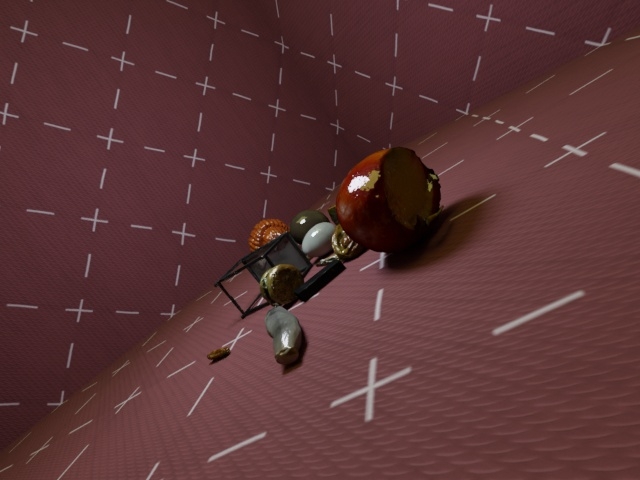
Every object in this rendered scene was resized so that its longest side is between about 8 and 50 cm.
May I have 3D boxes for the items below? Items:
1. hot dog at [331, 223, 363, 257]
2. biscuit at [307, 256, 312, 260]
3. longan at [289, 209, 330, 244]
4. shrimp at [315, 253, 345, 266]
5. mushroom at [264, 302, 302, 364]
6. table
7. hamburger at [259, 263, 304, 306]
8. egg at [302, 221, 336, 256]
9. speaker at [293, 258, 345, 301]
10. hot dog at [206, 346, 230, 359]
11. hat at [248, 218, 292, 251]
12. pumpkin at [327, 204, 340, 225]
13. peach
[{"bbox_3d":[0.141,-0.025,1.776,0.175,0.114,0.259,-10,21,26],"label":"hot dog"},{"bbox_3d":[-0.075,0.086,2.221,0.124,0.026,0.175,-29,13,28],"label":"biscuit"},{"bbox_3d":[-0.057,-0.071,2.385,0.247,0.214,0.246,4,2,0],"label":"longan"},{"bbox_3d":[0.053,0.094,1.782,0.179,0.034,0.124,-22,16,15],"label":"shrimp"},{"bbox_3d":[-0.116,0.288,1.308,0.109,0.097,0.351,-37,13,-5],"label":"mushroom"},{"bbox_3d":[-0.266,0.163,1.957,0.335,0.222,0.272,-30,13,30],"label":"table"},{"bbox_3d":[-0.162,0.185,1.689,0.186,0.176,0.114,7,-11,-34],"label":"hamburger"},{"bbox_3d":[0.000,0.000,2.029,0.209,0.151,0.151,-40,12,-17],"label":"egg"},{"bbox_3d":[-0.004,0.158,1.647,0.218,0.044,0.082,-38,11,-16],"label":"speaker"},{"bbox_3d":[-0.403,0.452,1.635,0.122,0.036,0.049,-21,5,34],"label":"hot dog"},{"bbox_3d":[-0.277,0.019,2.437,0.285,0.285,0.400,-38,15,-10],"label":"hat"},{"bbox_3d":[0.195,-0.216,2.396,0.281,0.139,0.190,-23,20,39],"label":"pumpkin"},{"bbox_3d":[0.224,-0.127,1.414,0.310,0.335,0.405,-34,14,42],"label":"peach"}]
